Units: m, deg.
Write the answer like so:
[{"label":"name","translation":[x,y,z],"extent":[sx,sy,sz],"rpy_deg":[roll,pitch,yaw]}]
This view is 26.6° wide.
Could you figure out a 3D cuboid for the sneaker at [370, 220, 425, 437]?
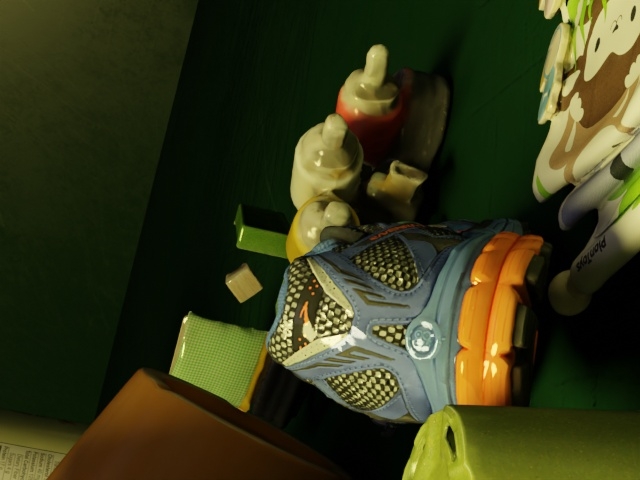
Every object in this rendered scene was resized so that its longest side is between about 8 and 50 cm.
[{"label":"sneaker","translation":[0.033,0.044,0.637],"extent":[0.069,0.038,0.098],"rpy_deg":[120,159,-53]}]

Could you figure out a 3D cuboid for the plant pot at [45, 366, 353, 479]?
[{"label":"plant pot","translation":[-0.080,0.177,0.703],"extent":[0.188,0.205,0.205],"rpy_deg":[-62,11,-4]}]

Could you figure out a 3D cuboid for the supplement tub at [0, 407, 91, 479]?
[{"label":"supplement tub","translation":[-0.232,0.238,0.968],"extent":[0.235,0.325,0.235],"rpy_deg":[-168,90,-78]}]

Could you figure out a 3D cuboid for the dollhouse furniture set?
[{"label":"dollhouse furniture set","translation":[-0.053,0.056,0.932],"extent":[0.058,0.076,0.151],"rpy_deg":[-111,36,-70]}]

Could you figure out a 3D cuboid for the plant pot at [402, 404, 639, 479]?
[{"label":"plant pot","translation":[0.064,0.075,0.358],"extent":[0.083,0.079,0.083],"rpy_deg":[-166,90,-78]}]

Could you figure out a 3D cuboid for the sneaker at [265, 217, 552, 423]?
[{"label":"sneaker","translation":[0.030,0.023,0.488],"extent":[0.221,0.087,0.083],"rpy_deg":[55,-135,-83]}]

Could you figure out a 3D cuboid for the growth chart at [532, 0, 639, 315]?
[{"label":"growth chart","translation":[0.108,-0.091,0.474],"extent":[0.172,0.021,0.237],"rpy_deg":[117,163,-52]}]

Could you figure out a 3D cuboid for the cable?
[{"label":"cable","translation":[0.000,0.000,0.752],"extent":[0.287,0.072,0.139],"rpy_deg":[120,171,-59]}]
